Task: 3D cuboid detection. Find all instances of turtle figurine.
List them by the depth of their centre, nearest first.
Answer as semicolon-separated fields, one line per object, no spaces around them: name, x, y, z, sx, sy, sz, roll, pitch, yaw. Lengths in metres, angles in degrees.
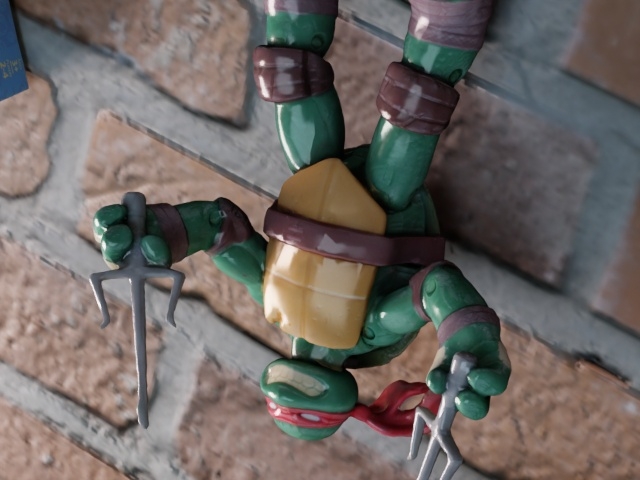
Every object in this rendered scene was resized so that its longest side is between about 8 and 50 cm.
turtle figurine;0.000;0.000;0.738;0.175;0.118;0.234;10;98;12

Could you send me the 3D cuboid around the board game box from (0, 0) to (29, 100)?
board game box;-0.247;-0.137;0.881;0.211;0.039;0.160;-2;107;31
